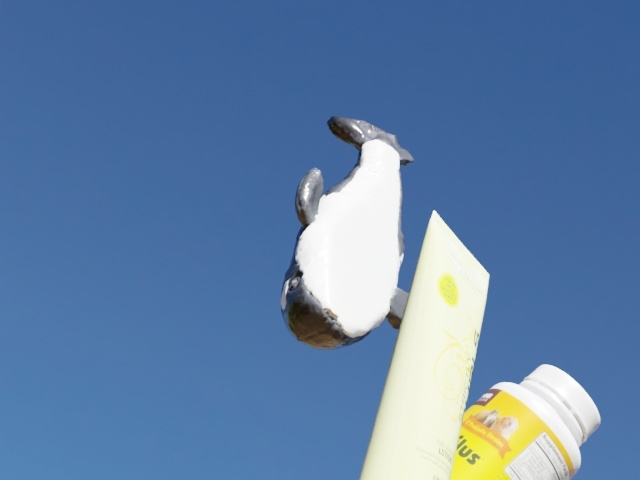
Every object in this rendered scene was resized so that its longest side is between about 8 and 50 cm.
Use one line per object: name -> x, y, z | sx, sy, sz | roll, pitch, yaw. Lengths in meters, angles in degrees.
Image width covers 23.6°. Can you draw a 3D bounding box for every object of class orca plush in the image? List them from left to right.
orca plush -> 0.000, 0.000, 1.308 | 0.102, 0.287, 0.151 | -28, -51, 28

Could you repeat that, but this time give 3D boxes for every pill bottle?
pill bottle -> 0.168, 0.219, 1.484 | 0.117, 0.215, 0.117 | 43, -19, 19

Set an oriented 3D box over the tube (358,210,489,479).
tube -> 0.073, 0.103, 1.060 | 0.062, 0.240, 0.070 | 18, -28, -2
